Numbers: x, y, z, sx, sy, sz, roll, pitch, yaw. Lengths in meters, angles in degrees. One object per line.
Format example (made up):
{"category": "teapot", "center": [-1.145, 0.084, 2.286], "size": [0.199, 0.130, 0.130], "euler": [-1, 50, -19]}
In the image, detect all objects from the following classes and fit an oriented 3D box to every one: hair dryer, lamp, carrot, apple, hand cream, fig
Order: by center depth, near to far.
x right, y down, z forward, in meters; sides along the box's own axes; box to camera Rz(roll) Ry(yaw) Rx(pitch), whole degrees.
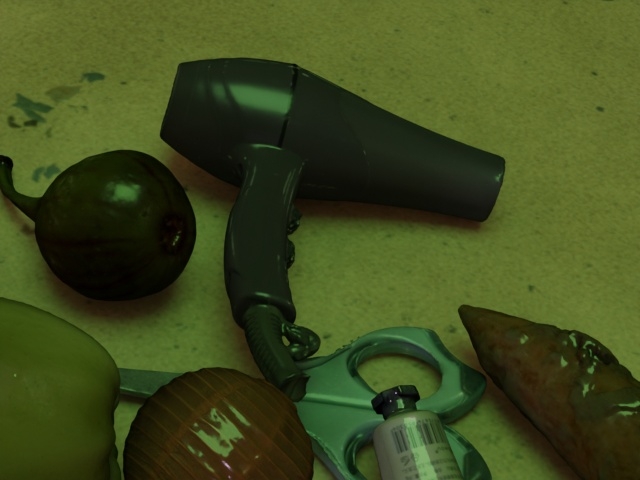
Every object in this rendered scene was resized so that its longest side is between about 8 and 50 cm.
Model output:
{"category": "apple", "center": [-0.229, 0.126, 1.029], "size": [0.200, 0.200, 0.200], "euler": [6, 43, -5]}
{"category": "lamp", "center": [-0.070, 0.153, 1.066], "size": [0.136, 0.136, 0.136], "euler": [6, 43, -5]}
{"category": "hand cream", "center": [0.088, 0.213, 1.084], "size": [0.080, 0.050, 0.234], "euler": [-9, 62, -17]}
{"category": "carrot", "center": [0.199, 0.129, 1.177], "size": [0.102, 0.102, 0.263], "euler": [-26, 52, -33]}
{"category": "fig", "center": [-0.207, -0.029, 1.263], "size": [0.236, 0.124, 0.124], "euler": [21, 41, 35]}
{"category": "hair dryer", "center": [0.000, 0.000, 1.265], "size": [0.301, 0.121, 0.361], "euler": [15, 44, -7]}

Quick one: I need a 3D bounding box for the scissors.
{"category": "scissors", "center": [-0.046, 0.120, 1.177], "size": [0.360, 0.029, 0.191], "euler": [10, 45, -4]}
